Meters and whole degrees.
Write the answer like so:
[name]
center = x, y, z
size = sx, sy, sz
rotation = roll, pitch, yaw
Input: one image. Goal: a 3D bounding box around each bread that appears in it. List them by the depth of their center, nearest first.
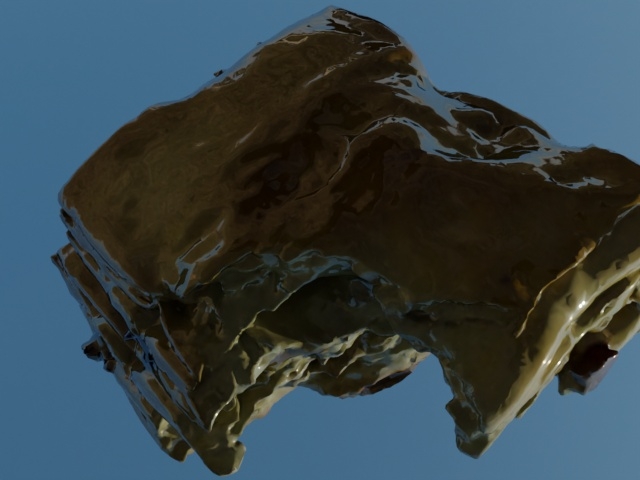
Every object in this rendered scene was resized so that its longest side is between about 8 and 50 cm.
[bread]
center = 0.000, 0.000, 0.637
size = 0.314, 0.191, 0.370
rotation = -39, -139, -16
